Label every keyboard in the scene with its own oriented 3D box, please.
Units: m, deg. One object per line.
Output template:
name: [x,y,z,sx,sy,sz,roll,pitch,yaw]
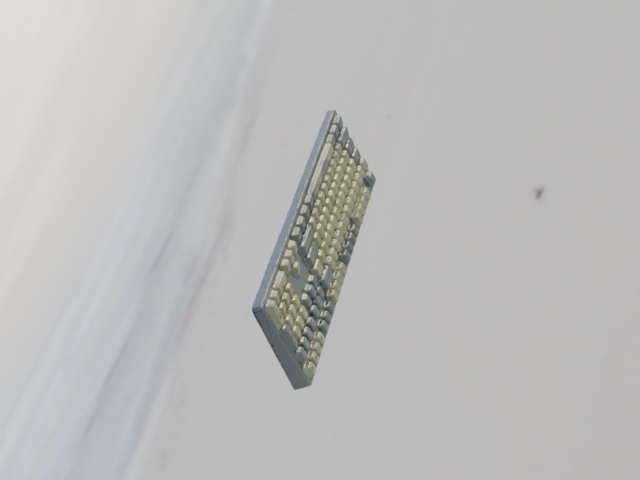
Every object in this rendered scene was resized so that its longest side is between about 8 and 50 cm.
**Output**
keyboard: [-0.001,0.000,0.847,0.014,0.055,0.176,-15,32,25]
